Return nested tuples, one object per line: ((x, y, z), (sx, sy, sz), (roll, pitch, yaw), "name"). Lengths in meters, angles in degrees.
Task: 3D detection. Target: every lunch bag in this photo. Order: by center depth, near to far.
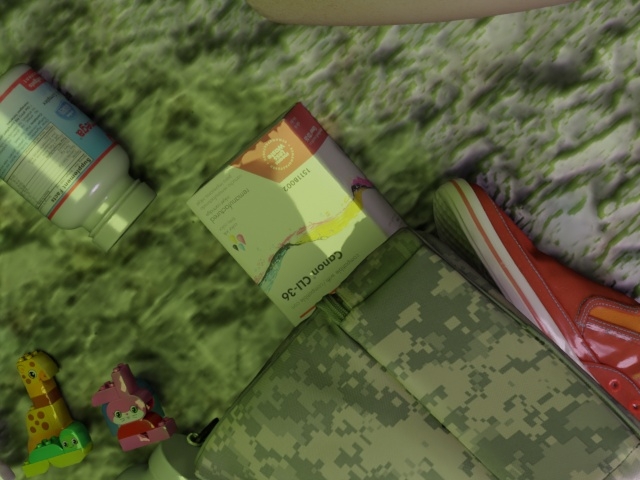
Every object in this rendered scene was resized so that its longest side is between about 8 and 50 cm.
((0.080, 0.177, 1.474), (0.256, 0.212, 0.305), (-43, 73, -8), "lunch bag")

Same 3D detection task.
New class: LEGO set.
((-0.229, 0.143, 1.693), (0.227, 0.087, 0.093), (-19, 100, 23), "LEGO set")

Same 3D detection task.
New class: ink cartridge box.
((0.000, 0.000, 1.604), (0.115, 0.067, 0.198), (-40, 97, 19), "ink cartridge box")

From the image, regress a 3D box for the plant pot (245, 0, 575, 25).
((0.063, -0.264, 1.432), (0.274, 0.256, 0.256), (-17, 104, 33), "plant pot")

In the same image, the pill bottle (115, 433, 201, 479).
((-0.153, 0.262, 1.703), (0.103, 0.103, 0.184), (33, 111, 0), "pill bottle")

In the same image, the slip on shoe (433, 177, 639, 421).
((0.212, 0.075, 1.574), (0.101, 0.123, 0.331), (-42, 91, -12), "slip on shoe")

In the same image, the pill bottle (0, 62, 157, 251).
((-0.217, -0.066, 1.618), (0.160, 0.087, 0.087), (41, 111, -4), "pill bottle")
